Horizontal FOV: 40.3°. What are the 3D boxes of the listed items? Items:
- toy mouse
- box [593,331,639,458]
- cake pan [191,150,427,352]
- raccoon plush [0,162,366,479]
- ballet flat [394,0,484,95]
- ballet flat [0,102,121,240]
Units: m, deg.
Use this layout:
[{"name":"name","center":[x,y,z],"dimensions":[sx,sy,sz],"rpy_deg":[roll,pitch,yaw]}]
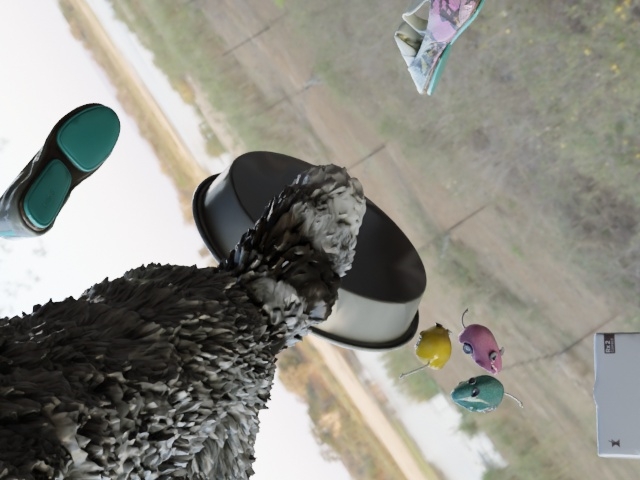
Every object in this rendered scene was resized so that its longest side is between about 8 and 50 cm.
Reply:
[{"name":"toy mouse","center":[0.173,0.136,0.954],"dimensions":[0.143,0.031,0.161],"rpy_deg":[36,-143,0]},{"name":"box","center":[0.502,0.231,1.286],"dimensions":[0.119,0.181,0.181],"rpy_deg":[33,-124,-64]},{"name":"cake pan","center":[0.000,0.000,0.963],"dimensions":[0.293,0.054,0.293],"rpy_deg":[28,-154,-15]},{"name":"raccoon plush","center":[-0.137,0.043,0.619],"dimensions":[0.216,0.447,0.299],"rpy_deg":[18,155,15]},{"name":"ballet flat","center":[0.133,-0.252,1.052],"dimensions":[0.079,0.077,0.221],"rpy_deg":[25,163,1]},{"name":"ballet flat","center":[-0.294,-0.080,0.959],"dimensions":[0.072,0.068,0.213],"rpy_deg":[57,-145,-30]}]
